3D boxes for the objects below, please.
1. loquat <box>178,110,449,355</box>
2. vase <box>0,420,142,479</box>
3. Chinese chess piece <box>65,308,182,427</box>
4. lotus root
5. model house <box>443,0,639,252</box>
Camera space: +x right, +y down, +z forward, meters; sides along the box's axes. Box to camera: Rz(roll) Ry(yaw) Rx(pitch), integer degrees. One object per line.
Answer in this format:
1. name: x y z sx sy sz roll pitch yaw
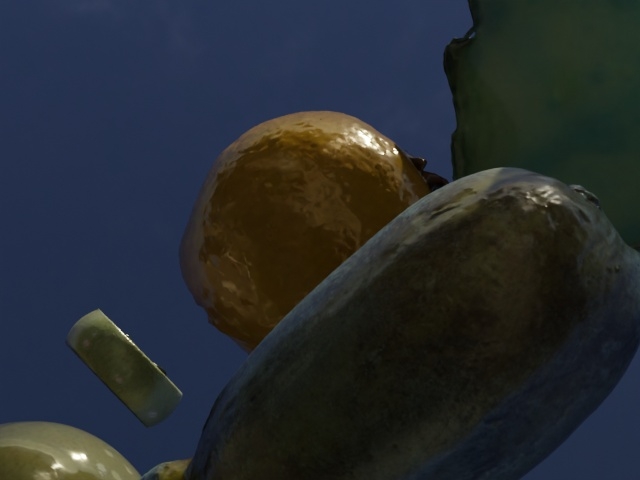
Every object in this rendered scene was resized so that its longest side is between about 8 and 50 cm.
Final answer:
1. loquat: 0.000 0.000 1.364 0.208 0.208 0.208 -5 -112 13
2. vase: -0.228 0.335 1.433 0.302 0.241 0.329 58 -48 35
3. Chinese chess piece: -0.124 0.080 1.156 0.034 0.084 0.084 -45 -115 -7
4. lotus root: 0.034 0.094 0.968 0.322 0.158 0.140 -41 -111 8
5. model house: 0.247 -0.119 1.490 0.261 0.241 0.225 -7 -81 14
